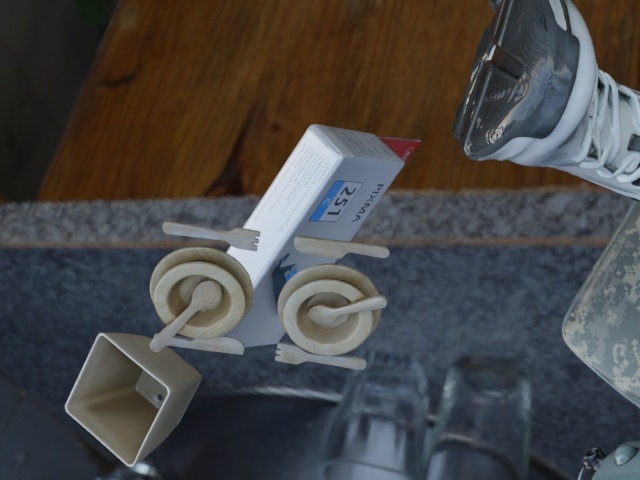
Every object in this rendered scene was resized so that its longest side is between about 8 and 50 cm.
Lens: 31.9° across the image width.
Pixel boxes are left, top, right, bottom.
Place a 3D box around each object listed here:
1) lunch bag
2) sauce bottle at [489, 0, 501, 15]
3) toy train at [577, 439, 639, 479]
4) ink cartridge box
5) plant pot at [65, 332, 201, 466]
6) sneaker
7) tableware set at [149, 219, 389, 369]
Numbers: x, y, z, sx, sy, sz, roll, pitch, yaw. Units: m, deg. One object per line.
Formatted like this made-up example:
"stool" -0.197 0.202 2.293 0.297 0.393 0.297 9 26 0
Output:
"lunch bag" 0.513 0.076 1.528 0.256 0.212 0.305 3 120 -44
"sauce bottle" 0.174 -0.343 1.159 0.111 0.111 0.344 -3 141 27
"toy train" 0.391 0.271 1.111 0.190 0.142 0.334 52 156 -3
"ink cartridge box" 0.000 0.000 1.376 0.261 0.066 0.296 -1 131 -56
"plant pot" -0.198 0.167 1.244 0.109 0.096 0.109 35 111 20
"sneaker" 0.271 -0.126 1.049 0.258 0.169 0.447 18 -172 3
"tableware set" -0.046 0.057 0.923 0.194 0.039 0.128 7 121 -3
